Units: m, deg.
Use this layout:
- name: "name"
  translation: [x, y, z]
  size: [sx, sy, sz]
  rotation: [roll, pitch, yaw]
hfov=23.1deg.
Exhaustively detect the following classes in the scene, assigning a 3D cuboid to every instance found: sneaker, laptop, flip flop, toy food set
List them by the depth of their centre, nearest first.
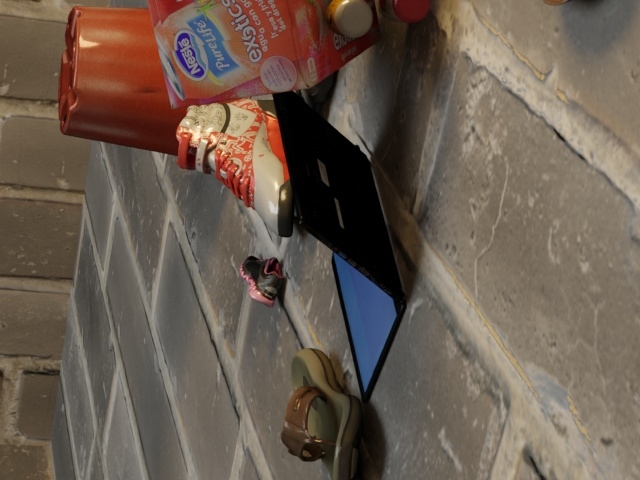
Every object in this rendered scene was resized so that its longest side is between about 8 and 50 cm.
- name: "toy food set"
  translation: [0.086, -0.299, 1.504]
  size: [0.232, 0.111, 0.104]
  rotation: [-70, 20, 4]
- name: "laptop"
  translation: [0.000, 0.000, 1.685]
  size: [0.137, 0.264, 0.234]
  rotation: [-35, 41, 20]
- name: "flip flop"
  translation: [-0.010, 0.201, 1.751]
  size: [0.277, 0.080, 0.112]
  rotation: [-121, 34, -65]
- name: "sneaker"
  translation: [-0.116, -0.093, 2.077]
  size: [0.270, 0.145, 0.090]
  rotation: [-102, 12, -50]
- name: "sneaker"
  translation: [-0.074, 0.044, 2.120]
  size: [0.057, 0.047, 0.119]
  rotation: [-60, 25, 14]

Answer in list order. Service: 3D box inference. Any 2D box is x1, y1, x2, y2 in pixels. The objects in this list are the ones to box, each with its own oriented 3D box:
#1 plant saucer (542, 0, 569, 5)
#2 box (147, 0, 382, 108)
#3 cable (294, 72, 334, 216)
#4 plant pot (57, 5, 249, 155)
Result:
- name: "plant saucer"
  translation: [0.207, -0.269, 1.239]
  size: [0.168, 0.029, 0.168]
  rotation: [-175, 90, -73]
- name: "box"
  translation: [-0.053, -0.242, 1.630]
  size: [0.300, 0.154, 0.142]
  rotation: [-45, -55, -66]
- name: "cable"
  translation: [-0.026, -0.178, 1.947]
  size: [0.139, 0.072, 0.287]
  rotation: [-114, 31, -69]
- name: "plant pot"
  translation: [-0.267, -0.253, 2.452]
  size: [0.272, 0.265, 0.272]
  rotation: [-175, 90, -74]
